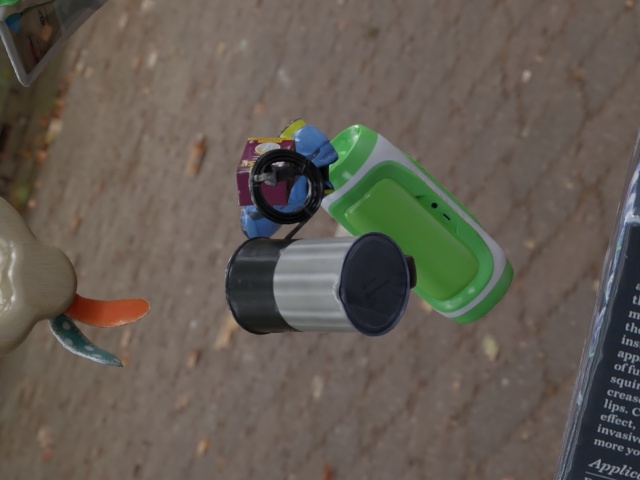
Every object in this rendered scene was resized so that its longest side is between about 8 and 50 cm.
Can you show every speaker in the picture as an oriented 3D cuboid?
[{"bbox_3d":[0.122,-0.021,2.171,0.131,0.296,0.131,-42,18,17],"label":"speaker"}]

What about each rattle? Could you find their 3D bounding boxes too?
[{"bbox_3d":[-0.243,0.045,1.144,0.143,0.200,0.130,-36,52,35],"label":"rattle"}]

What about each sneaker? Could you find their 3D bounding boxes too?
[{"bbox_3d":[-0.036,-0.055,1.978,0.069,0.082,0.209,-39,-16,-42],"label":"sneaker"}]

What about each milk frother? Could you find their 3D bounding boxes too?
[{"bbox_3d":[0.000,0.000,1.323,0.135,0.143,0.129,-3,24,43],"label":"milk frother"}]

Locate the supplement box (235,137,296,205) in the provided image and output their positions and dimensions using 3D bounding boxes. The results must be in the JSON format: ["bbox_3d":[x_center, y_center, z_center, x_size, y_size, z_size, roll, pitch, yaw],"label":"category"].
[{"bbox_3d":[-0.058,-0.075,1.744,0.083,0.055,0.043,-77,-15,-57],"label":"supplement box"}]

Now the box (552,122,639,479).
[{"bbox_3d":[0.313,0.098,1.268,0.293,0.212,0.395,-62,-16,-57],"label":"box"}]

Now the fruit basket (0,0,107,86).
[{"bbox_3d":[-0.217,-0.340,1.303,0.353,0.165,0.327,-54,-46,-52],"label":"fruit basket"}]
